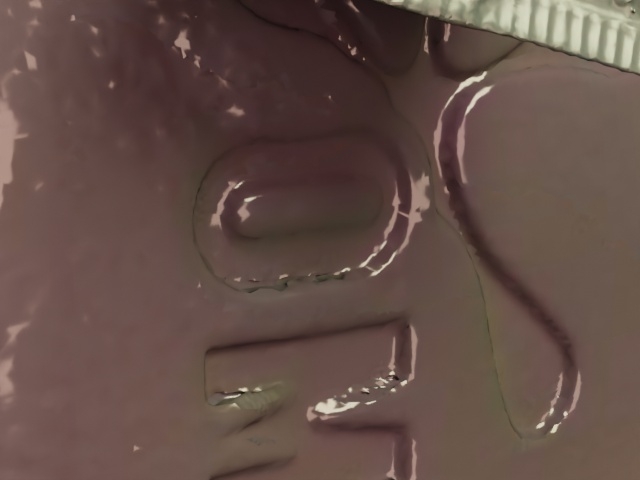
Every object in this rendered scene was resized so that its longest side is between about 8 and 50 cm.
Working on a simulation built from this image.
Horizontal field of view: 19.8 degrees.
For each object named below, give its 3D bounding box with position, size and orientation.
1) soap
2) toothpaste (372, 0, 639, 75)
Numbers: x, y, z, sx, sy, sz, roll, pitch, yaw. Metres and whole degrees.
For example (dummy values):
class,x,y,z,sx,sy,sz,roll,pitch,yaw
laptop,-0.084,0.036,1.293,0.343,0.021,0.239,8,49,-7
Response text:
class,x,y,z,sx,sy,sz,roll,pitch,yaw
soap,0.000,0.000,0.523,0.285,0.107,0.296,-10,104,-37
toothpaste,0.034,-0.180,0.457,0.114,0.073,0.299,13,60,-27
